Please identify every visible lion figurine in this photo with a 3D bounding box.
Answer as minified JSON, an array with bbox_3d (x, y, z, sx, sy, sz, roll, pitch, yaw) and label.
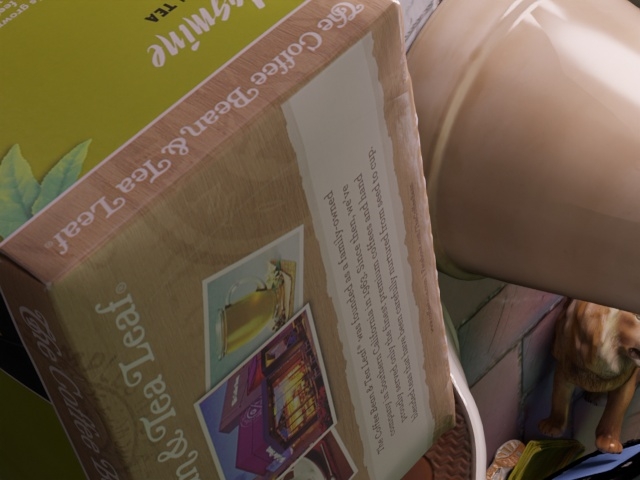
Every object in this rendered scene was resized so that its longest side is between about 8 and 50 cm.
[{"bbox_3d":[0.384,0.121,1.729,0.392,0.142,0.240,-18,122,-64],"label":"lion figurine"}]

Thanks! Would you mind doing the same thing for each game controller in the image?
[{"bbox_3d":[0.345,0.285,1.698,0.166,0.067,0.319,-32,168,31],"label":"game controller"}]

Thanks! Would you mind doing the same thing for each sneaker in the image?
[{"bbox_3d":[0.101,0.152,1.264,0.123,0.106,0.290,42,38,-63],"label":"sneaker"},{"bbox_3d":[0.219,0.279,1.704,0.083,0.032,0.037,-45,166,-24],"label":"sneaker"}]

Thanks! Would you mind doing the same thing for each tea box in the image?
[{"bbox_3d":[-0.123,0.002,0.768,0.220,0.324,0.329,-42,143,-26],"label":"tea box"}]

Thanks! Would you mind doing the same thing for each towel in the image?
[{"bbox_3d":[0.282,0.301,1.774,0.102,0.021,0.237,-63,155,4],"label":"towel"}]

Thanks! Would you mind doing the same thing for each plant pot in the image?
[{"bbox_3d":[0.255,-0.069,1.253,0.323,0.280,0.323,-34,140,-35],"label":"plant pot"}]
